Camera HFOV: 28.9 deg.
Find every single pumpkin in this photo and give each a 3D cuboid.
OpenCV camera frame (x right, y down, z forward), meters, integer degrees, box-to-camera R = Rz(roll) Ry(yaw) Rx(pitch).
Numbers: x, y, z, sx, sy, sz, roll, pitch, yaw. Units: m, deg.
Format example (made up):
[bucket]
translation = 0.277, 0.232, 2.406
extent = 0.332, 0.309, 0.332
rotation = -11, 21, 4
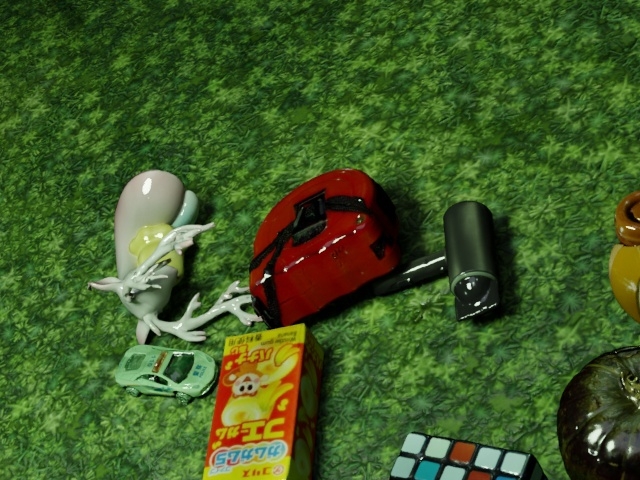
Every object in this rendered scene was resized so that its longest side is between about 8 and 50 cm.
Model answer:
[pumpkin]
translation = 0.405, 0.232, 1.532
extent = 0.238, 0.159, 0.238
rotation = -18, 40, 16

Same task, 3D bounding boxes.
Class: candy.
[candy]
translation = -0.082, 0.264, 1.837
extent = 0.146, 0.088, 0.276
rotation = -10, 48, 21

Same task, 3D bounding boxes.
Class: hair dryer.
[hair dryer]
translation = 0.157, 0.065, 1.909
extent = 0.248, 0.078, 0.195
rotation = -22, 43, 24

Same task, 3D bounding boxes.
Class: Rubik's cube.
[Rubik's cube]
translation = 0.180, 0.365, 1.521
extent = 0.184, 0.187, 0.182
rotation = 8, 56, 33

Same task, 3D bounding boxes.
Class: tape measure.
[tape measure]
translation = 0.000, 0.000, 1.983
extent = 0.253, 0.114, 0.260
rotation = -28, 31, 14

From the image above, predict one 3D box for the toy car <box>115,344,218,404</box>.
[toy car]
translation = -0.250, 0.207, 2.009
extent = 0.186, 0.058, 0.093
rotation = 2, 51, 32

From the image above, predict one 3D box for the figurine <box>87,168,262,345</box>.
[figurine]
translation = -0.255, 0.027, 2.083
extent = 0.284, 0.206, 0.316
rotation = -25, 46, 22

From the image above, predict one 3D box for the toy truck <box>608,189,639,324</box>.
[toy truck]
translation = 0.528, 0.032, 1.613
extent = 0.288, 0.204, 0.211
rotation = -23, 45, 2
